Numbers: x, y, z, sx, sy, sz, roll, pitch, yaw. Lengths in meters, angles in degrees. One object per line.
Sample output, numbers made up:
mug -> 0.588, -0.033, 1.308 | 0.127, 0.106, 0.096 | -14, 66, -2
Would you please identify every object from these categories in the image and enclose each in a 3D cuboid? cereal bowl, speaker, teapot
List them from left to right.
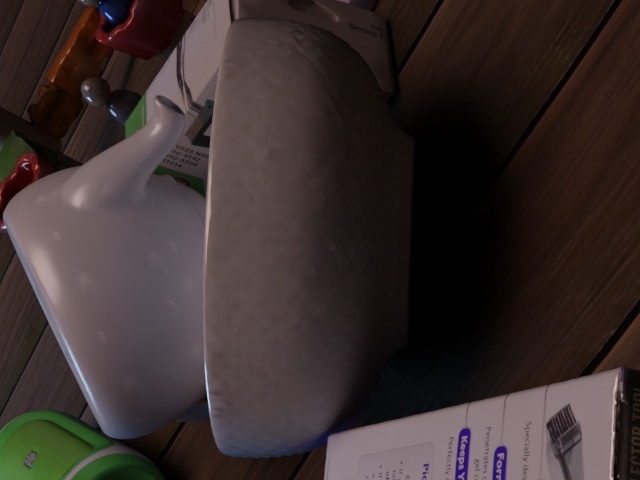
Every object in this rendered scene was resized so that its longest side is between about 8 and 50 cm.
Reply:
speaker -> -0.256, 0.256, 1.743 | 0.296, 0.131, 0.131 | 10, 88, 63
teapot -> -0.143, 0.038, 1.434 | 0.253, 0.187, 0.256 | 64, 168, 5
cereal bowl -> 0.000, 0.000, 1.273 | 0.339, 0.141, 0.339 | 2, -90, -85

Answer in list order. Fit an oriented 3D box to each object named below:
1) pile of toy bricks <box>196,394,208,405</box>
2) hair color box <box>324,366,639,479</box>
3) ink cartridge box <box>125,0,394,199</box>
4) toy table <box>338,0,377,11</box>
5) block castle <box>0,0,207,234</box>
pile of toy bricks -> -0.137, 0.065, 1.614 | 0.118, 0.105, 0.212 | -18, 63, 59
hair color box -> 0.121, 0.201, 1.066 | 0.339, 0.110, 0.185 | -24, 57, 60
ink cartridge box -> -0.057, -0.118, 1.477 | 0.219, 0.160, 0.093 | -49, 36, 44
toy table -> -0.022, -0.336, 1.506 | 0.252, 0.160, 0.274 | -22, 59, 58
block castle -> -0.278, -0.180, 1.798 | 0.303, 0.212, 0.453 | -59, 29, 5
